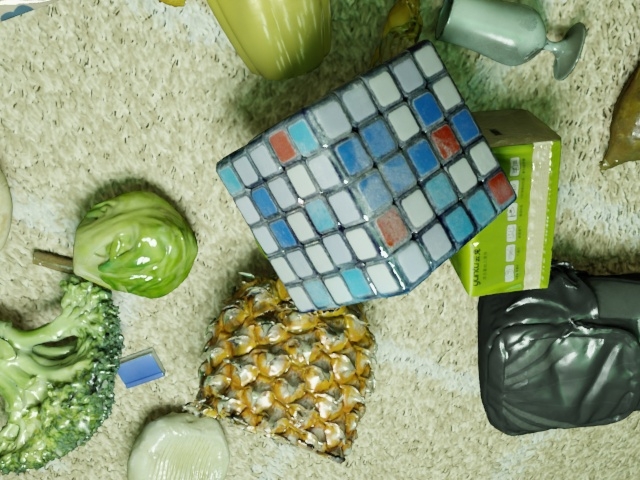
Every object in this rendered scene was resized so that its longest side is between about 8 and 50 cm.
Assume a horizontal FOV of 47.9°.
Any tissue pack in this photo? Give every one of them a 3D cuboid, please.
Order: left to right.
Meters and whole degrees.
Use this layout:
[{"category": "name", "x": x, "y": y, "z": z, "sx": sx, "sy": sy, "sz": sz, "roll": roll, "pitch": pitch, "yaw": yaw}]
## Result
[{"category": "tissue pack", "x": 0.311, "y": -0.072, "z": 1.274, "sx": 0.167, "sy": 0.200, "sz": 0.275, "roll": -7, "pitch": 116, "yaw": -3}]

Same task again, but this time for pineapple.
[{"category": "pineapple", "x": -0.058, "y": 0.223, "z": 1.298, "sx": 0.352, "sy": 0.352, "sz": 0.300, "roll": 15, "pitch": 75, "yaw": -11}]

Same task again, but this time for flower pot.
[{"category": "flower pot", "x": -0.069, "y": -0.358, "z": 1.126, "sx": 0.195, "sy": 0.195, "sz": 0.179, "roll": -18, "pitch": 127, "yaw": 4}]

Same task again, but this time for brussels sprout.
[{"category": "brussels sprout", "x": -0.330, "y": 0.014, "z": 1.295, "sx": 0.223, "sy": 0.161, "sz": 0.223, "roll": 2, "pitch": 138, "yaw": 2}]

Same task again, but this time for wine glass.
[{"category": "wine glass", "x": 0.312, "y": -0.345, "z": 1.200, "sx": 0.231, "sy": 0.103, "sz": 0.103, "roll": 13, "pitch": 114, "yaw": -7}]

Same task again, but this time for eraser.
[{"category": "eraser", "x": -0.369, "y": 0.262, "z": 1.475, "sx": 0.084, "sy": 0.027, "sz": 0.063, "roll": -20, "pitch": 116, "yaw": 4}]

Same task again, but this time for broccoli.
[{"category": "broccoli", "x": -0.574, "y": 0.258, "z": 1.354, "sx": 0.397, "sy": 0.275, "sz": 0.353, "roll": 2, "pitch": 76, "yaw": -9}]

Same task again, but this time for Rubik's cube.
[{"category": "Rubik's cube", "x": 0.065, "y": -0.088, "z": 1.110, "sx": 0.287, "sy": 0.292, "sz": 0.293, "roll": -35, "pitch": 96, "yaw": -34}]

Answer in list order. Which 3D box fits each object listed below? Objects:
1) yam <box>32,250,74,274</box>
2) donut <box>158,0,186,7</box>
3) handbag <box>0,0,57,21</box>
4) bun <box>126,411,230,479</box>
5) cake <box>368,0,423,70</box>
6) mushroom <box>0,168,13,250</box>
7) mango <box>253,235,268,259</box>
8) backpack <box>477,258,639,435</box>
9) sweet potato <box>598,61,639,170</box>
[{"category": "yam", "x": -0.468, "y": 0.049, "z": 1.364, "sx": 0.145, "sy": 0.032, "sz": 0.032, "roll": 13, "pitch": 114, "yaw": -12}, {"category": "donut", "x": -0.235, "y": -0.461, "z": 1.117, "sx": 0.146, "sy": 0.078, "sz": 0.181, "roll": 33, "pitch": 107, "yaw": -21}, {"category": "handbag", "x": -0.463, "y": -0.415, "z": 1.033, "sx": 0.193, "sy": 0.251, "sz": 0.190, "roll": -17, "pitch": 122, "yaw": -7}, {"category": "bun", "x": -0.304, "y": 0.459, "z": 1.515, "sx": 0.231, "sy": 0.133, "sz": 0.231, "roll": -6, "pitch": 104, "yaw": -26}, {"category": "cake", "x": 0.123, "y": -0.336, "z": 1.226, "sx": 0.079, "sy": 0.116, "sz": 0.185, "roll": 3, "pitch": 147, "yaw": -1}, {"category": "mushroom", "x": -0.653, "y": -0.041, "z": 1.195, "sx": 0.254, "sy": 0.234, "sz": 0.260, "roll": 31, "pitch": 109, "yaw": -21}, {"category": "mango", "x": 0.000, "y": 0.000, "z": 1.322, "sx": 0.175, "sy": 0.143, "sz": 0.293, "roll": -43, "pitch": 121, "yaw": 17}, {"category": "backpack", "x": 0.527, "y": 0.200, "z": 1.399, "sx": 0.445, "sy": 0.255, "sz": 0.363, "roll": -3, "pitch": 119, "yaw": 6}, {"category": "sweet potato", "x": 0.606, "y": -0.273, "z": 1.235, "sx": 0.158, "sy": 0.158, "sz": 0.370, "roll": 13, "pitch": 113, "yaw": -10}]
